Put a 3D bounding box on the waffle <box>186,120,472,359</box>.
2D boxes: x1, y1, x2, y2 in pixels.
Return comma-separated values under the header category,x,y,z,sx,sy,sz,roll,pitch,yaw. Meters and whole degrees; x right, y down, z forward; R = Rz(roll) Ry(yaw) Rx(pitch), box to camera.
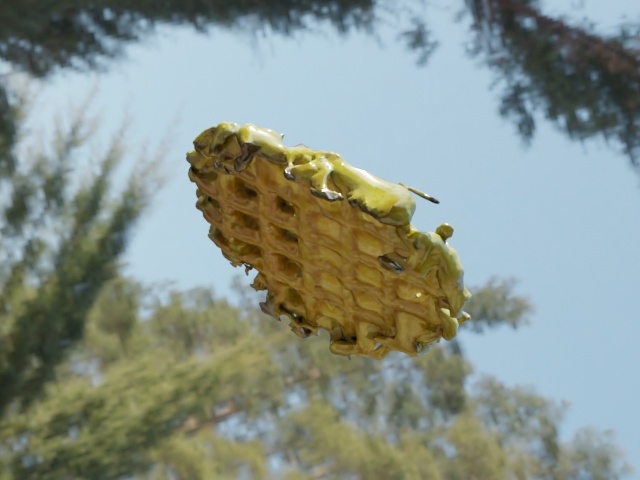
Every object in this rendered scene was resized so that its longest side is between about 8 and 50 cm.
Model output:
category,x,y,z,sx,sy,sz,roll,pitch,yaw
waffle,-0.002,0.002,1.266,0.262,0.060,0.280,49,-30,-16
